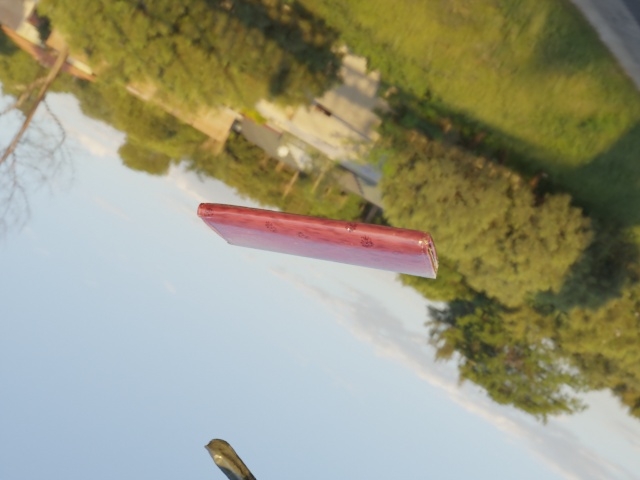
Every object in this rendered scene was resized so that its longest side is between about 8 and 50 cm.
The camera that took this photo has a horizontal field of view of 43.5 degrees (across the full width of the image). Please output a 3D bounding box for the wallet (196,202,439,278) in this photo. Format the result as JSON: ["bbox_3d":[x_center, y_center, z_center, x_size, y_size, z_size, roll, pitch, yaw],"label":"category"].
[{"bbox_3d":[0.000,0.000,0.807,0.232,0.025,0.119,9,167,14],"label":"wallet"}]

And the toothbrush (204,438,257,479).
[{"bbox_3d":[-0.021,0.303,0.802,0.030,0.031,0.297,-12,120,50],"label":"toothbrush"}]
